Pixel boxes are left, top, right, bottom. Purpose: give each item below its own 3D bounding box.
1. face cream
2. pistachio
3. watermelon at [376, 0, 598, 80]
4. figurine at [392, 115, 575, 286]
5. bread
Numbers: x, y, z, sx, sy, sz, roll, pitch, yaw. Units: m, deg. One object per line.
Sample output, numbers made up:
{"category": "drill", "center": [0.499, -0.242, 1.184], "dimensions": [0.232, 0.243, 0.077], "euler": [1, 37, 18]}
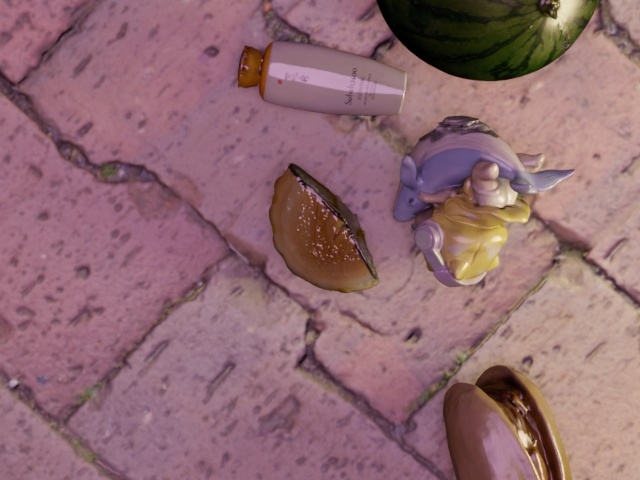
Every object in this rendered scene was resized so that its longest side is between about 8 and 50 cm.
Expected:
{"category": "face cream", "center": [0.001, -0.174, 1.895], "dimensions": [0.182, 0.051, 0.072], "euler": [10, 99, -1]}
{"category": "pistachio", "center": [0.202, 0.242, 1.911], "dimensions": [0.129, 0.131, 0.206], "euler": [-19, 91, -44]}
{"category": "watermelon", "center": [0.172, -0.284, 1.793], "dimensions": [0.242, 0.242, 0.242], "euler": [0, 96, -1]}
{"category": "figurine", "center": [0.162, -0.043, 1.862], "dimensions": [0.208, 0.128, 0.184], "euler": [-7, 98, 41]}
{"category": "bread", "center": [0.000, 0.000, 1.897], "dimensions": [0.157, 0.083, 0.094], "euler": [39, 97, -2]}
